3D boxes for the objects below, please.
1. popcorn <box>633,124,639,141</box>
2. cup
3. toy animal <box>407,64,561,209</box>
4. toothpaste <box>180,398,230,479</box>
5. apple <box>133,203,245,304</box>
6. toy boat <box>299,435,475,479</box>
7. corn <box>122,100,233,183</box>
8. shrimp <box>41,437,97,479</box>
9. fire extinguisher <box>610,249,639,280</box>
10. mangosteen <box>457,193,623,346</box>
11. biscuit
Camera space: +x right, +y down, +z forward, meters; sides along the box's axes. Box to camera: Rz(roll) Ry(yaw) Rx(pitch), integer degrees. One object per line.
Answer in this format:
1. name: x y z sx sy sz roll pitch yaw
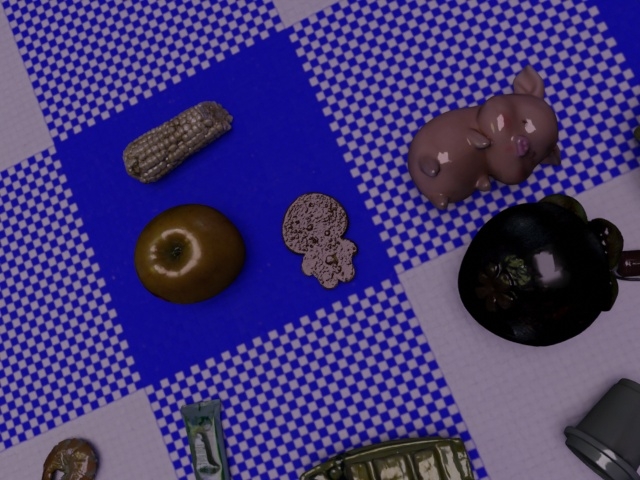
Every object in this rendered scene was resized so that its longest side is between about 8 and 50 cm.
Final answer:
1. popcorn: 0.595 -0.155 0.889 0.235 0.242 0.250 21 76 -4
2. cup: 0.452 0.287 0.928 0.120 0.120 0.141 40 84 11
3. toy animal: 0.261 -0.149 0.985 0.250 0.166 0.154 -21 38 1
4. toothpaste: -0.182 0.427 1.053 0.074 0.048 0.297 -14 79 8
5. apple: -0.225 0.023 1.044 0.182 0.155 0.182 -2 81 11
6. toy boat: 0.104 0.384 0.992 0.276 0.084 0.111 -16 79 4
7. corn: -0.260 -0.181 1.108 0.211 0.087 0.087 -32 80 6
8. shrimp: -0.471 0.436 1.101 0.099 0.041 0.180 35 91 12
9. fire extinguisher: 0.528 0.035 0.975 0.158 0.043 0.064 -5 121 10
10. mangosteen: 0.338 0.045 0.931 0.243 0.243 0.243 -1 84 9
11. biscuit: 0.000 0.000 1.075 0.124 0.026 0.175 -24 80 8
